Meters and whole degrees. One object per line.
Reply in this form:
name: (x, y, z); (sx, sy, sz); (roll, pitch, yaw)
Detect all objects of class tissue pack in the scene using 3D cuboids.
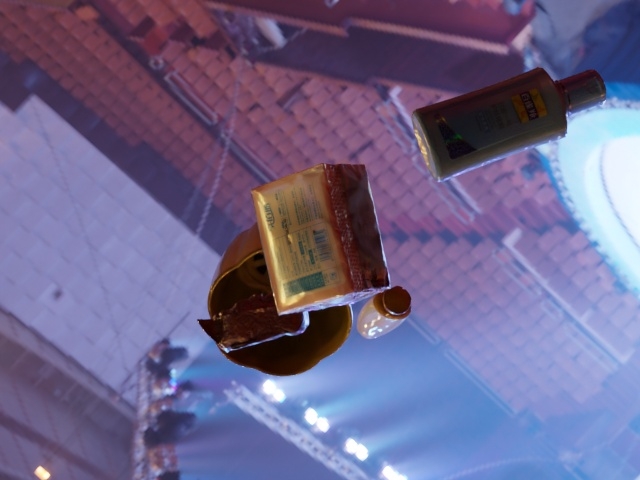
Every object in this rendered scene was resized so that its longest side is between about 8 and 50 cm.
tissue pack: (0.000, 0.000, 0.649); (0.058, 0.074, 0.094); (-2, -102, -55)

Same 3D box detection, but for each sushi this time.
sushi: (-0.068, 0.084, 0.988); (0.052, 0.120, 0.055); (160, 95, -80)

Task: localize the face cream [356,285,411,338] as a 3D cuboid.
face cream: (0.105, 0.124, 1.575); (0.072, 0.051, 0.182); (16, 158, -6)

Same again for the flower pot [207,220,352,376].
flower pot: (-0.058, 0.061, 1.287); (0.195, 0.195, 0.179); (43, -166, -20)

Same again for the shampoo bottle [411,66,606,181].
shampoo bottle: (0.257, -0.167, 1.255); (0.061, 0.258, 0.104); (136, 114, -83)
